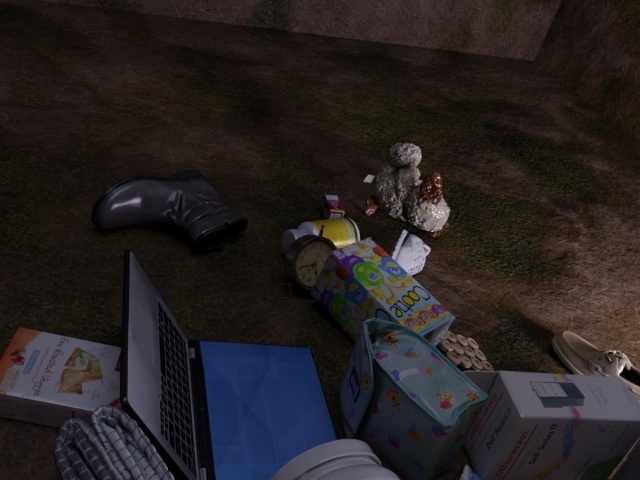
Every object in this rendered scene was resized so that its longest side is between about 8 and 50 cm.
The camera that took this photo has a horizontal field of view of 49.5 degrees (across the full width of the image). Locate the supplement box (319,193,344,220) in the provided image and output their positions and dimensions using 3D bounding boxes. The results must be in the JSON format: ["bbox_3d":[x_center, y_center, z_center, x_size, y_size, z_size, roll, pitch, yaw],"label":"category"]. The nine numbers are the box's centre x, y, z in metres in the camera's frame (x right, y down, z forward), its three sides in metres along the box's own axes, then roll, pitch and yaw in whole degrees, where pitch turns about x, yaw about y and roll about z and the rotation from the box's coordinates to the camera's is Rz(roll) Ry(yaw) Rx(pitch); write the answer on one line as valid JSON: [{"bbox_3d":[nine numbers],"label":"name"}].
[{"bbox_3d":[0.031,-0.082,1.916,0.043,0.055,0.083,5,36,-19],"label":"supplement box"}]

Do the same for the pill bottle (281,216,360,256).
[{"bbox_3d":[0.000,0.000,1.744,0.184,0.103,0.103,-7,42,-33],"label":"pill bottle"}]

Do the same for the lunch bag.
[{"bbox_3d":[0.144,0.296,1.288,0.160,0.223,0.262,-25,52,-38],"label":"lunch bag"}]

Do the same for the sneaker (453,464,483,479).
[{"bbox_3d":[0.266,0.474,1.240,0.073,0.063,0.162,29,36,10],"label":"sneaker"}]

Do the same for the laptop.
[{"bbox_3d":[-0.152,0.229,1.229,0.236,0.408,0.382,-23,36,0],"label":"laptop"}]

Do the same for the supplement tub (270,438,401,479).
[{"bbox_3d":[0.059,0.473,0.999,0.228,0.228,0.316,-3,39,-28],"label":"supplement tub"}]

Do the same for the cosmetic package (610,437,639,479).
[{"bbox_3d":[0.710,0.430,1.154,0.327,0.329,0.393,32,11,21],"label":"cosmetic package"}]

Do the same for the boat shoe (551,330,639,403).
[{"bbox_3d":[0.689,0.303,1.637,0.109,0.098,0.302,-17,47,-40],"label":"boat shoe"}]

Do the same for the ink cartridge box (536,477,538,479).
[{"bbox_3d":[0.254,0.486,1.121,0.056,0.171,0.235,33,37,21],"label":"ink cartridge box"}]

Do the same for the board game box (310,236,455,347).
[{"bbox_3d":[0.134,0.145,1.546,0.144,0.142,0.275,-20,55,-42],"label":"board game box"}]

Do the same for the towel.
[{"bbox_3d":[-0.270,0.402,0.947,0.121,0.235,0.283,-18,47,-36],"label":"towel"}]

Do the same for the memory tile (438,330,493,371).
[{"bbox_3d":[0.325,0.250,1.583,0.148,0.012,0.113,19,29,-32],"label":"memory tile"}]

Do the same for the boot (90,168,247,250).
[{"bbox_3d":[-0.351,-0.058,1.665,0.338,0.118,0.223,-23,57,-39],"label":"boot"}]

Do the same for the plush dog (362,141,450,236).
[{"bbox_3d":[0.262,-0.113,1.956,0.210,0.262,0.225,-44,52,-16],"label":"plush dog"}]

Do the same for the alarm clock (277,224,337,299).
[{"bbox_3d":[-0.035,0.064,1.631,0.192,0.129,0.064,-46,31,-21],"label":"alarm clock"}]

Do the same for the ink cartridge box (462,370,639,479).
[{"bbox_3d":[0.412,0.363,1.332,0.353,0.207,0.119,6,35,-16],"label":"ink cartridge box"}]

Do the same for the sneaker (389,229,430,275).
[{"bbox_3d":[0.222,0.053,1.794,0.095,0.090,0.235,32,37,3],"label":"sneaker"}]

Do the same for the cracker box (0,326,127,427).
[{"bbox_3d":[-0.446,0.249,1.226,0.232,0.067,0.156,13,35,-8],"label":"cracker box"}]
